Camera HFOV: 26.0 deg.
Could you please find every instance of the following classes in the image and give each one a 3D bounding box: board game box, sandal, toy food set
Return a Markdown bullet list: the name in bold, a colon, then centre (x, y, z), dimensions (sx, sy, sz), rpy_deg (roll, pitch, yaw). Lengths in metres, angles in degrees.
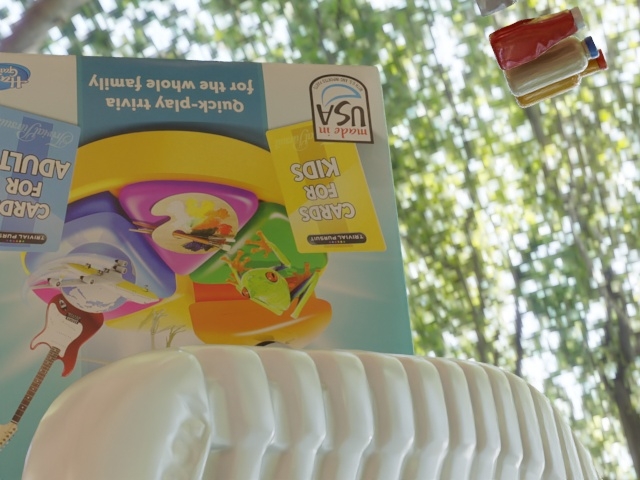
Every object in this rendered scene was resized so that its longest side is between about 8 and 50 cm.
- **board game box**: centre (-0.078, 0.059, 0.766), dimensions (0.253, 0.079, 0.336), rpy_deg (0, -116, -12)
- **sandal**: centre (0.020, 0.128, 0.608), dimensions (0.102, 0.416, 0.169), rpy_deg (-11, -115, 34)
- **toy food set**: centre (0.220, -0.243, 1.441), dimensions (0.104, 0.232, 0.111), rpy_deg (-21, -154, 12)
